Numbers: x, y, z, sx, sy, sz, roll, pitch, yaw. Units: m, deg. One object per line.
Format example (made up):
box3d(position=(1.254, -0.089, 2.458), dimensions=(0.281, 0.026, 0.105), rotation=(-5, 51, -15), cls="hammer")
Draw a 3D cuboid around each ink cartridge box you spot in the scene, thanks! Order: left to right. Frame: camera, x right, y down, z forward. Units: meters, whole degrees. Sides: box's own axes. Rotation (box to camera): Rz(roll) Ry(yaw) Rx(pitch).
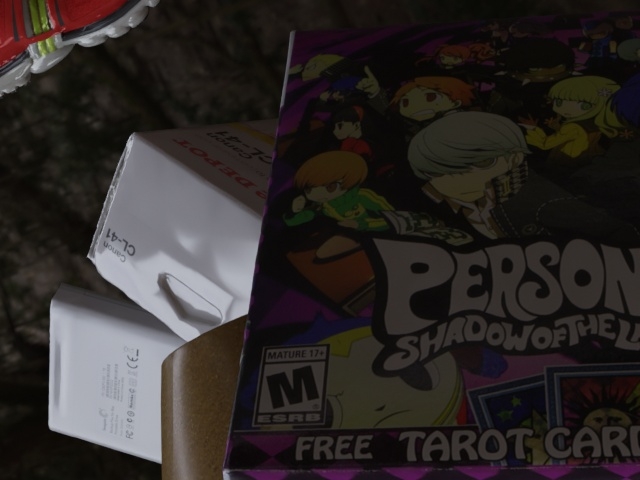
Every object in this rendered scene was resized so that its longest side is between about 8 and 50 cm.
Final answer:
box3d(position=(0.000, 0.000, 1.181), dimensions=(0.226, 0.131, 0.306), rotation=(33, -156, 27), cls="ink cartridge box")

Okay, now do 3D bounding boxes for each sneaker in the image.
box3d(position=(-0.219, -0.202, 1.086), dimensions=(0.118, 0.279, 0.107), rotation=(34, -148, -48), cls="sneaker")

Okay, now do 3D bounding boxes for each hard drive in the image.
box3d(position=(-0.137, 0.168, 1.496), dimensions=(0.040, 0.307, 0.203), rotation=(-68, -9, -49), cls="hard drive")

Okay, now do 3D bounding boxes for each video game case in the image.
box3d(position=(0.096, -0.001, 0.438), dimensions=(0.210, 0.232, 0.042), rotation=(-83, -12, -48), cls="video game case")

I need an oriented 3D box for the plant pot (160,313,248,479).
box3d(position=(0.015, 0.161, 0.746), dimensions=(0.237, 0.237, 0.254), rotation=(-3, -111, -60), cls="plant pot")
